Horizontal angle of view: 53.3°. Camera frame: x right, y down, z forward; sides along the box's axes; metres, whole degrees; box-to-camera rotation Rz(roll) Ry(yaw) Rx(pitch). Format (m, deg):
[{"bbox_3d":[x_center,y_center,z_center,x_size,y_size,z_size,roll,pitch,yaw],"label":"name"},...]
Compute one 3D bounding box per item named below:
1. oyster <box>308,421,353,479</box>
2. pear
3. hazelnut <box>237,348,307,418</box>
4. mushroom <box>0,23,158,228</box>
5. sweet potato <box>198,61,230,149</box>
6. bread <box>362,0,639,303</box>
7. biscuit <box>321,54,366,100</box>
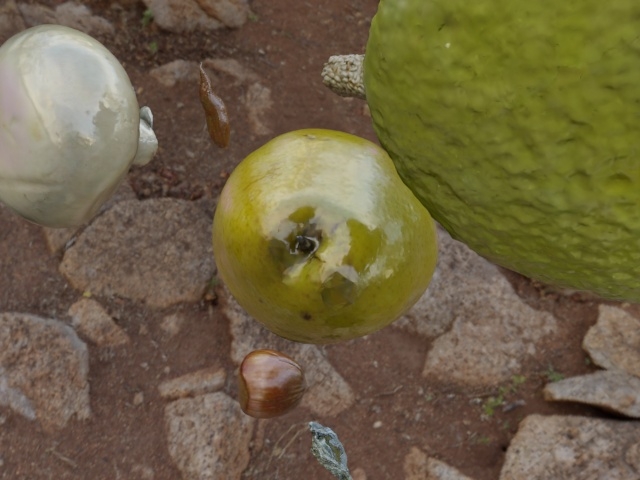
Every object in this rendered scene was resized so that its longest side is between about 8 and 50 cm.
[{"bbox_3d":[0.014,0.370,1.124,0.098,0.037,0.100,39,13,-16],"label":"oyster"},{"bbox_3d":[0.012,-0.004,0.779,0.285,0.284,0.336,19,-5,-21],"label":"pear"},{"bbox_3d":[-0.107,0.312,1.374,0.150,0.150,0.150,22,35,-17],"label":"hazelnut"},{"bbox_3d":[-0.303,-0.136,0.786,0.203,0.246,0.246,1,45,-41],"label":"mushroom"},{"bbox_3d":[-0.228,-0.283,1.358,0.057,0.194,0.056,-12,31,7],"label":"sweet potato"},{"bbox_3d":[0.226,-0.154,0.471,0.348,0.348,0.307,29,52,-7],"label":"bread"},{"bbox_3d":[0.083,-0.236,0.933,0.169,0.070,0.082,17,4,36],"label":"biscuit"}]
